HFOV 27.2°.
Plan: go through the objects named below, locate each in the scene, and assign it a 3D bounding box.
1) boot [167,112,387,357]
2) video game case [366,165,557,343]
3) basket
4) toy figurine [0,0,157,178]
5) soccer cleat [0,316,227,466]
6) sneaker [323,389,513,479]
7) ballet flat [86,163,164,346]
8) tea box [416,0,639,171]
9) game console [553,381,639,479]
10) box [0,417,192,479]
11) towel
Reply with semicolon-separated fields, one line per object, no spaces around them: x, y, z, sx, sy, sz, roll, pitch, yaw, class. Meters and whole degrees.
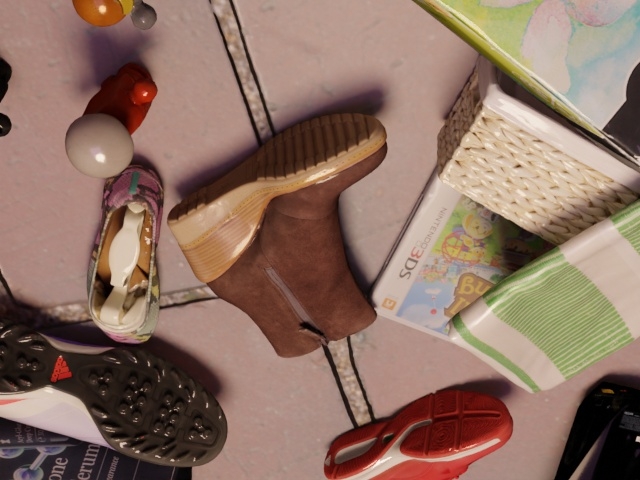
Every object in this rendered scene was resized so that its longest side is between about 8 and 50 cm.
0.000;0.000;1.268;0.248;0.090;0.207;-25;123;25;boot
0.178;0.031;1.296;0.212;0.023;0.193;21;123;-8;video game case
0.191;-0.078;1.165;0.167;0.113;0.103;29;118;-11;basket
-0.245;-0.168;1.136;0.213;0.148;0.209;10;124;0;toy figurine
-0.252;0.160;1.388;0.318;0.108;0.116;18;159;-5;soccer cleat
0.126;0.239;1.417;0.221;0.087;0.128;-18;129;31;sneaker
-0.194;0.031;1.304;0.077;0.079;0.221;10;124;-2;ballet flat
0.231;-0.251;0.935;0.323;0.220;0.329;34;99;-15;tea box
0.417;0.286;1.393;0.361;0.044;0.213;14;103;-8;game console
-0.352;0.331;1.391;0.396;0.293;0.212;5;123;2;box
0.288;0.031;1.187;0.325;0.038;0.248;-30;151;16;towel
